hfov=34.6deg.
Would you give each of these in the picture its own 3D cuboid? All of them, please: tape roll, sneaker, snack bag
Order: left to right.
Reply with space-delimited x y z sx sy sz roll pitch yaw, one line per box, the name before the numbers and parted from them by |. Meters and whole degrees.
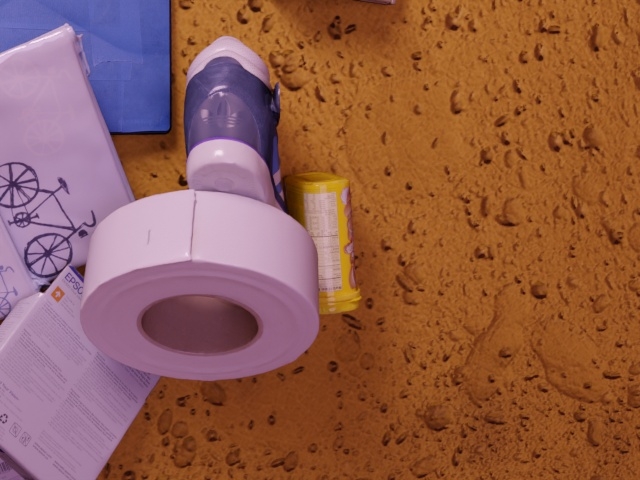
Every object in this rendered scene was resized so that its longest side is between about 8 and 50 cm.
snack bag | -0.384 -0.047 1.189 0.342 0.037 0.323 -26 130 -15
tape roll | -0.142 0.062 1.236 0.286 0.286 0.100 17 52 -23
sneaker | -0.100 -0.103 1.299 0.130 0.236 0.323 -2 148 3

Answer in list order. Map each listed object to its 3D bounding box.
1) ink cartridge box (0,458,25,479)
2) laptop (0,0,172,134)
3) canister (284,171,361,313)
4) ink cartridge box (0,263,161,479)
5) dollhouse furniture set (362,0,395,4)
ink cartridge box | -0.392 0.245 1.297 0.099 0.056 0.135 -21 107 -17
laptop | -0.292 -0.318 1.085 0.381 0.408 0.236 -5 65 -32
canister | 0.000 0.000 1.357 0.073 0.126 0.170 -8 102 -19
ink cartridge box | -0.320 0.181 1.273 0.223 0.045 0.224 56 50 -33
dollhouse furniture set | 0.031 -0.390 1.298 0.181 0.101 0.161 2 100 -21
